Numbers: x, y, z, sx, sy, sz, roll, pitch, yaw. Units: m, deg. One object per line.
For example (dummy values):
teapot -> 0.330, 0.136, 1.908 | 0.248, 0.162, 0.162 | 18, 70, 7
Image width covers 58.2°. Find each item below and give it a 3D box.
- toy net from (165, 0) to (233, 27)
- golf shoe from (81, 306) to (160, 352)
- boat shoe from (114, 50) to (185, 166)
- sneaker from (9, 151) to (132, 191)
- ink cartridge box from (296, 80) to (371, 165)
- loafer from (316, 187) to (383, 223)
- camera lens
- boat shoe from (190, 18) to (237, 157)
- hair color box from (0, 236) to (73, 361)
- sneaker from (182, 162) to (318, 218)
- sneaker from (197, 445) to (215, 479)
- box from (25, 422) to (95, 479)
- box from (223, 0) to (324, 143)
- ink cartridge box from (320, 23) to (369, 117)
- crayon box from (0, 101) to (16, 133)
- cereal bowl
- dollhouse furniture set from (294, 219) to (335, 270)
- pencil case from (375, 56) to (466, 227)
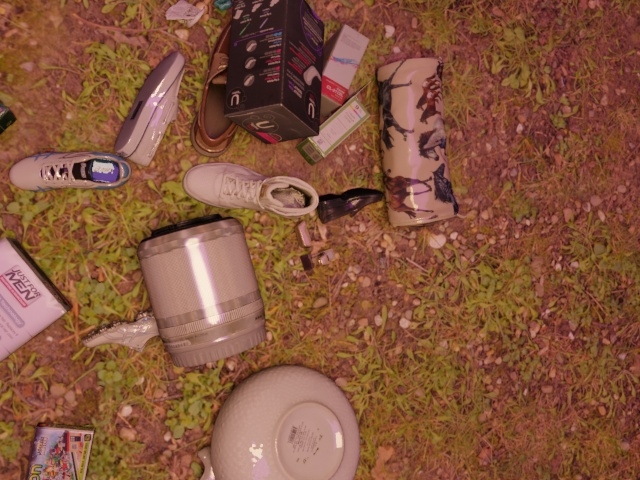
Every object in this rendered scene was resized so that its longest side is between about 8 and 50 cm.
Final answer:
toy net -> -0.227, -0.514, 1.287 | 0.232, 0.045, 0.122 | -22, 60, -6
golf shoe -> -0.405, 0.204, 1.209 | 0.176, 0.069, 0.086 | -19, 99, -16
boat shoe -> -0.351, -0.283, 1.244 | 0.084, 0.095, 0.258 | 34, 81, -41
sneaker -> -0.512, -0.144, 1.182 | 0.237, 0.086, 0.085 | -5, 91, -15
ink cartridge box -> 0.046, -0.271, 1.341 | 0.209, 0.109, 0.062 | -45, 100, -14
loafer -> 0.070, -0.085, 1.372 | 0.169, 0.062, 0.061 | -11, 113, -13
camera lens -> -0.240, 0.095, 1.180 | 0.219, 0.219, 0.275 | -15, 92, -17
boat shoe -> -0.197, -0.344, 1.267 | 0.123, 0.116, 0.325 | 13, 84, -16
hair color box -> -0.695, 0.179, 1.098 | 0.374, 0.113, 0.185 | -39, 99, -14
sneaker -> -0.148, -0.115, 1.246 | 0.292, 0.169, 0.108 | 10, 87, -15
sneaker -> -0.236, 0.569, 1.235 | 0.120, 0.099, 0.263 | 10, 77, -8
box -> -0.537, 0.483, 1.170 | 0.114, 0.036, 0.207 | 10, 85, -16
box -> -0.092, -0.363, 1.208 | 0.143, 0.165, 0.271 | -5, 75, 27
ink cartridge box -> 0.031, -0.389, 1.332 | 0.072, 0.127, 0.175 | 26, 81, -16
crayon box -> -0.797, -0.279, 1.104 | 0.323, 0.083, 0.203 | 40, 77, -11
cereal bowl -> -0.051, 0.430, 1.213 | 0.338, 0.141, 0.339 | 9, 70, -27
dollhouse furniture set -> 0.000, 0.000, 1.337 | 0.081, 0.091, 0.115 | -17, 90, -32
pencil case -> 0.232, -0.237, 1.369 | 0.183, 0.159, 0.411 | -5, 89, -26
